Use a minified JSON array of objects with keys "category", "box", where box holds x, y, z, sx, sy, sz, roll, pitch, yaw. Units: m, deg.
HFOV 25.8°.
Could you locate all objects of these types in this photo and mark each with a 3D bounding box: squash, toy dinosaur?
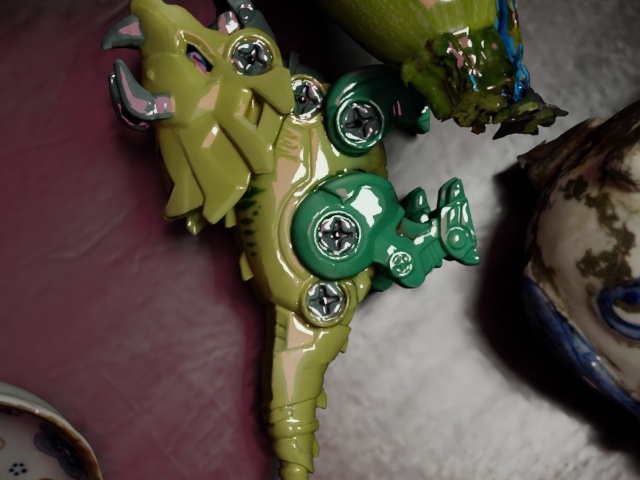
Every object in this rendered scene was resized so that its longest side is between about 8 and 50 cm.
[{"category":"squash","box":[0.002,-0.169,0.608,0.087,0.087,0.331,-24,67,-10]},{"category":"toy dinosaur","box":[0.000,0.000,0.629,0.153,0.094,0.259,-13,88,-12]}]

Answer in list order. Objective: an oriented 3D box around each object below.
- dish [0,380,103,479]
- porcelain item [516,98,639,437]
[{"category":"dish","box":[-0.171,0.100,0.601,0.141,0.078,0.141,-14,128,-19]},{"category":"porcelain item","box":[0.227,-0.025,0.640,0.288,0.138,0.186,-42,99,-10]}]
